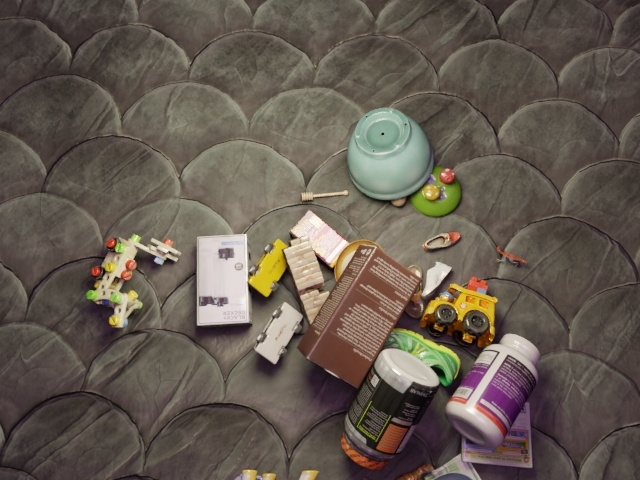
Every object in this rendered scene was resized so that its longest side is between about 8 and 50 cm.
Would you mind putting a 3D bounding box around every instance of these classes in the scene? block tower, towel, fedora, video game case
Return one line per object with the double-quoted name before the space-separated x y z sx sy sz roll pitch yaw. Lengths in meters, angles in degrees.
"block tower" -0.029 0.155 1.754 0.091 0.097 0.335 -20 93 -8
"towel" 0.406 0.732 1.694 0.152 0.023 0.113 -29 78 -7
"fedora" 0.143 0.092 1.784 0.194 0.079 0.194 -4 99 -24
"video game case" 0.539 0.588 1.717 0.212 0.023 0.193 5 68 0

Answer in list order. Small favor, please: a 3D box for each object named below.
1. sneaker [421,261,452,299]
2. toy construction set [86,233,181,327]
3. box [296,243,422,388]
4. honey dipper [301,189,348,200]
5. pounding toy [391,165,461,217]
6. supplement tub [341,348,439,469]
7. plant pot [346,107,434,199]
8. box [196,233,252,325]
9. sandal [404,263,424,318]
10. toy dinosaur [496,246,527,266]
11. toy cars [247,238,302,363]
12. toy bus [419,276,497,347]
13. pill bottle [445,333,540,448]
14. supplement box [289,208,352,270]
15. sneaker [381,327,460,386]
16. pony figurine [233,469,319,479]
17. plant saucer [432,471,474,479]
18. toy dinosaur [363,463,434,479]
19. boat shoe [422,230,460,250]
"sneaker" 0.367 0.132 1.824 0.061 0.054 0.152 33 61 21
"toy construction set" -0.608 0.106 1.775 0.215 0.151 0.328 23 68 30
"box" 0.116 0.221 1.667 0.191 0.143 0.381 35 81 -16
"honey dipper" 0.016 -0.156 1.904 0.160 0.030 0.030 -5 76 -3
"pounding toy" 0.365 -0.184 1.872 0.237 0.110 0.183 11 76 2
"supplement tub" 0.194 0.492 1.624 0.193 0.193 0.316 28 103 6
"plant pot" 0.213 -0.306 1.817 0.293 0.196 0.293 -6 66 14
"box" -0.309 0.132 1.803 0.169 0.087 0.290 -2 77 -1
"sandal" 0.305 0.163 1.818 0.072 0.049 0.180 4 76 1
"toy dinosaur" 0.624 0.046 1.842 0.082 0.090 0.047 36 60 -23
"toy cars" -0.156 0.195 1.787 0.176 0.087 0.394 0 77 -32
"toy bus" 0.446 0.209 1.769 0.220 0.149 0.211 17 64 6
"pill bottle" 0.525 0.441 1.667 0.181 0.181 0.323 39 66 9
"supplement box" 0.000 0.000 1.840 0.188 0.081 0.104 40 80 8
"sneaker" 0.288 0.362 1.727 0.295 0.109 0.123 19 52 4
"pony figurine" -0.162 0.844 1.562 0.351 0.303 0.363 4 61 -8
"plant saucer" 0.381 0.772 1.654 0.195 0.037 0.195 -1 96 -8
"toy dinosaur" 0.247 0.739 1.683 0.211 0.064 0.112 -18 65 -6
"boat shoe" 0.407 0.000 1.862 0.137 0.043 0.049 -17 75 -6
